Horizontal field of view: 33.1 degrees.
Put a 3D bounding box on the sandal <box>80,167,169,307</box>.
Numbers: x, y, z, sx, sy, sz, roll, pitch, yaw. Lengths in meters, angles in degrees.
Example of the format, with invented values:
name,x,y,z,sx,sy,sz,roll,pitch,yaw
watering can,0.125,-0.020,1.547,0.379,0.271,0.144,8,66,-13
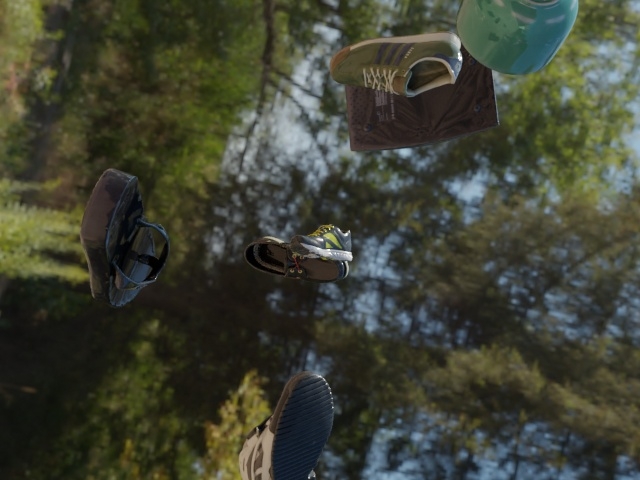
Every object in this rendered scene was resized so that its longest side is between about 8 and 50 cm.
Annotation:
name,x,y,z,sx,sy,sz,roll,pitch,yaw
sandal,-0.179,0.011,1.020,0.254,0.054,0.097,105,5,-76

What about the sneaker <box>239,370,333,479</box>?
name,x,y,z,sx,sy,sz,roll,pitch,yaw
sneaker,-0.075,0.335,1.757,0.146,0.122,0.330,38,-53,41

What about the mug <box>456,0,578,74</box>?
name,x,y,z,sx,sy,sz,roll,pitch,yaw
mug,0.231,-0.286,1.264,0.097,0.130,0.157,114,-35,-61

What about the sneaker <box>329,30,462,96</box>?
name,x,y,z,sx,sy,sz,roll,pitch,yaw
sneaker,0.107,-0.241,1.530,0.064,0.192,0.086,72,12,-48

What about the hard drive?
name,x,y,z,sx,sy,sz,roll,pitch,yaw
hard drive,0.171,-0.239,1.827,0.054,0.255,0.172,32,51,-68

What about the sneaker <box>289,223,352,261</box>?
name,x,y,z,sx,sy,sz,roll,pitch,yaw
sneaker,0.000,0.000,1.056,0.031,0.083,0.035,-1,-99,38

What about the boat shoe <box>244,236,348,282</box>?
name,x,y,z,sx,sy,sz,roll,pitch,yaw
boat shoe,-0.030,0.027,1.313,0.042,0.133,0.048,-25,125,-59
